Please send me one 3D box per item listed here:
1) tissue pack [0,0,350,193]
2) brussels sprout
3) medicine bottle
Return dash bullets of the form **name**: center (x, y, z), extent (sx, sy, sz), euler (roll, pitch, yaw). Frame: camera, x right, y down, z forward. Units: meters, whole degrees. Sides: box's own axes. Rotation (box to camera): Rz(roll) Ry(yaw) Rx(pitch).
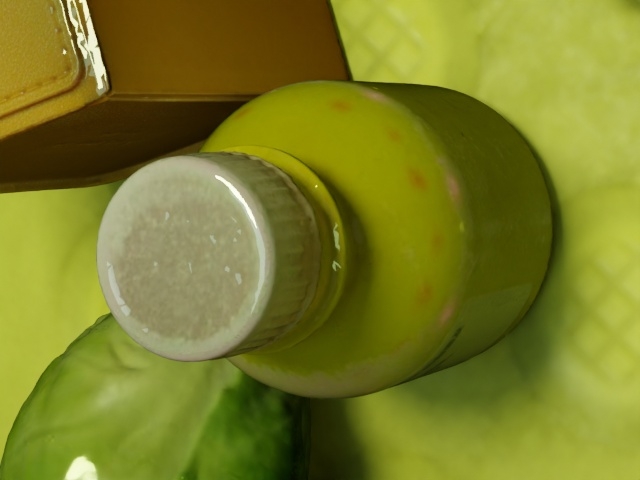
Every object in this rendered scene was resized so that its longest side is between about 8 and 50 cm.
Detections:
- **tissue pack**: center (-0.123, -0.166, 0.710), extent (0.145, 0.194, 0.275), euler (-19, 85, 26)
- **brussels sprout**: center (-0.065, 0.109, 0.727), extent (0.131, 0.145, 0.183), euler (9, 98, 20)
- **medicine bottle**: center (0.000, 0.000, 0.650), extent (0.121, 0.212, 0.122), euler (2, 94, 26)
